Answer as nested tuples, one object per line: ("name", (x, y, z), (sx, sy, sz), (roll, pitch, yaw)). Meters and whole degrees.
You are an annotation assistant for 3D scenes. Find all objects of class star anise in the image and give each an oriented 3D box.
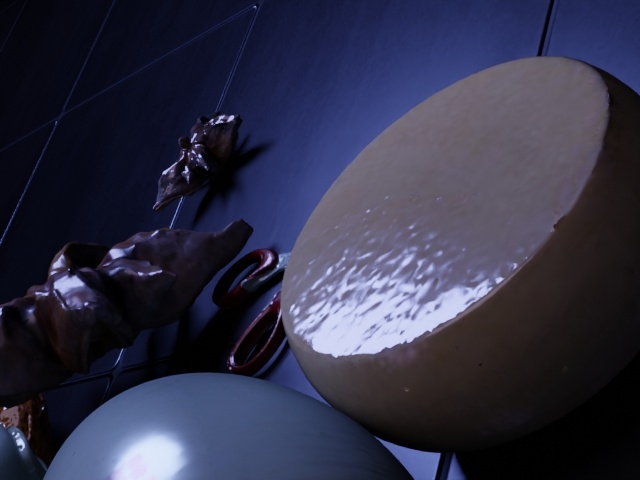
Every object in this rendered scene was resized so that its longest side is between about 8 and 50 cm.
("star anise", (-0.218, 0.060, 1.086), (0.292, 0.109, 0.349), (-14, 10, 35))
("star anise", (-0.132, -0.081, 1.250), (0.129, 0.056, 0.124), (-54, 18, -3))

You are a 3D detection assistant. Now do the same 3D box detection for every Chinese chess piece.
("Chinese chess piece", (0.099, 0.004, 0.743), (0.273, 0.102, 0.273), (-33, 29, 21))

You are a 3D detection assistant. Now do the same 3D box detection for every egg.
("egg", (-0.056, 0.192, 0.687), (0.230, 0.230, 0.371), (-58, 25, -6))

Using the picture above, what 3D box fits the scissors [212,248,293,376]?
("scissors", (0.000, 0.000, 1.022), (0.247, 0.017, 0.144), (-45, 31, 15))

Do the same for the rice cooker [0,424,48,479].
("rice cooker", (-0.289, 0.273, 0.945), (0.226, 0.244, 0.226), (-21, 22, 9))

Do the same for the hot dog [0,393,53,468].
("hot dog", (-0.345, 0.241, 1.192), (0.227, 0.099, 0.160), (-58, 29, -8))
